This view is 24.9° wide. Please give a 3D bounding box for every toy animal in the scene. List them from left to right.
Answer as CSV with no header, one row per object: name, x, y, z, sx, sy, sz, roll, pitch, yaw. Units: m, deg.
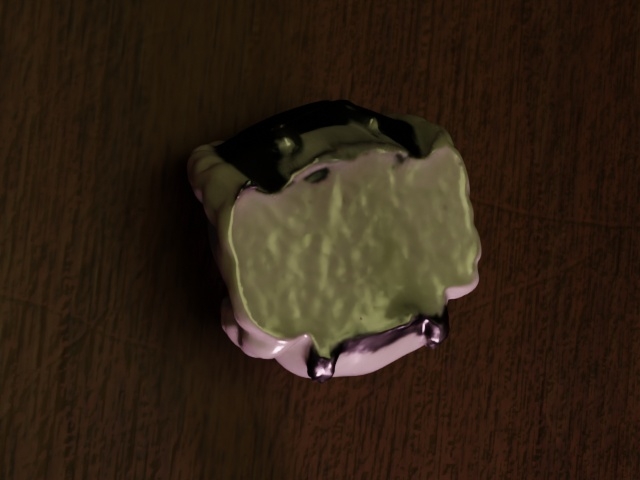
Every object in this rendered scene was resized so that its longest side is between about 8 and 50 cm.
toy animal,0.000,0.000,1.094,0.208,0.156,0.204,-16,97,-24
